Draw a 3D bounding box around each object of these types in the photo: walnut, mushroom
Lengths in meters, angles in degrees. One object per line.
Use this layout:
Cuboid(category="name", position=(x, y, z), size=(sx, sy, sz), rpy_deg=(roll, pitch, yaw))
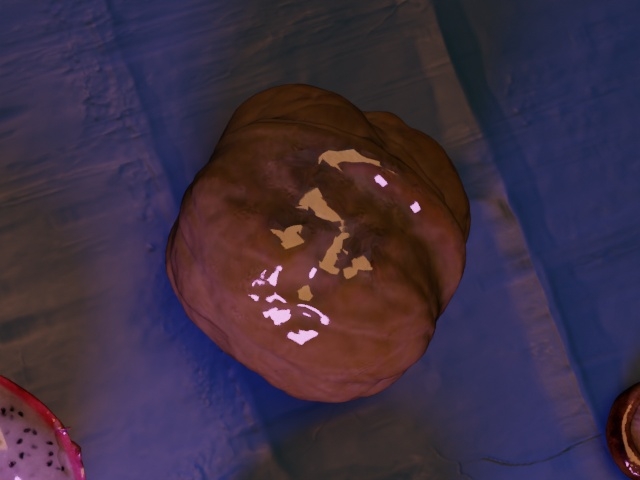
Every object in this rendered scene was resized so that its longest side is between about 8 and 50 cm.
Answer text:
Cuboid(category="walnut", position=(0.000, -0.001, 1.846), size=(0.277, 0.282, 0.253), rpy_deg=(30, 111, -11))
Cuboid(category="mushroom", position=(0.345, 0.197, 1.984), size=(0.123, 0.052, 0.123), rpy_deg=(5, 74, -20))

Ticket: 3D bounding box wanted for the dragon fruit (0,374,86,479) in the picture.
Cuboid(category="dragon fruit", position=(-0.345, 0.250, 1.745), size=(0.291, 0.189, 0.290), rpy_deg=(4, 78, -21))
